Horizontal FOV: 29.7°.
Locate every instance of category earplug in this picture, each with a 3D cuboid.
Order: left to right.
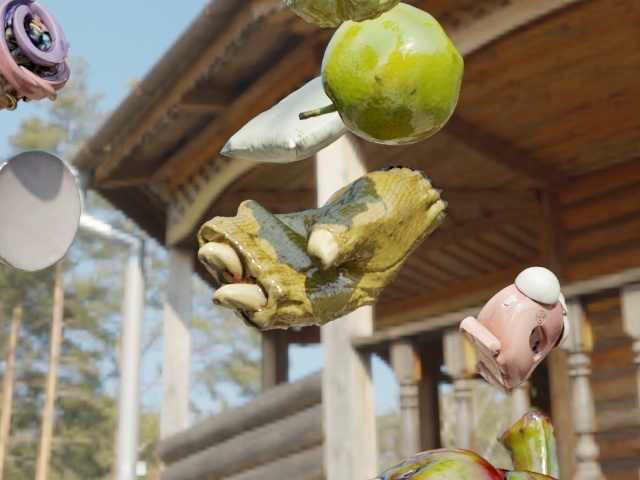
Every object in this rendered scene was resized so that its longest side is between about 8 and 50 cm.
[{"bbox_3d":[-0.517,-0.050,1.774,0.301,0.172,0.172,4,-14,36],"label":"earplug"}]

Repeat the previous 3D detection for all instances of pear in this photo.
[{"bbox_3d":[0.071,-0.196,1.515,0.216,0.180,0.166,-31,-12,6],"label":"pear"}]

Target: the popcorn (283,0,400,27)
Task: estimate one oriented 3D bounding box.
[{"bbox_3d":[0.016,-0.310,1.185,0.173,0.168,0.195,7,-40,-9],"label":"popcorn"}]

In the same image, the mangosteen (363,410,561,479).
[{"bbox_3d":[0.140,0.388,1.221,0.435,0.382,0.382,-40,0,-31],"label":"mangosteen"}]

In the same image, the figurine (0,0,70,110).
[{"bbox_3d":[-0.350,-0.199,1.388,0.114,0.126,0.157,-2,-29,-34],"label":"figurine"}]

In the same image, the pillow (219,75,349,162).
[{"bbox_3d":[-0.020,-0.175,1.715,0.144,0.078,0.254,3,29,38],"label":"pillow"}]

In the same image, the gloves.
[{"bbox_3d":[0.009,0.012,1.421,0.356,0.155,0.203,-19,10,-42],"label":"gloves"}]

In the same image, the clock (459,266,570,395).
[{"bbox_3d":[0.302,0.133,1.784,0.162,0.092,0.166,-40,-41,-12],"label":"clock"}]
